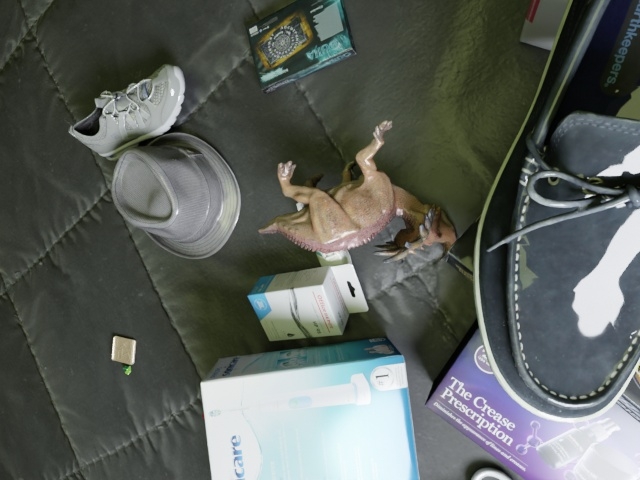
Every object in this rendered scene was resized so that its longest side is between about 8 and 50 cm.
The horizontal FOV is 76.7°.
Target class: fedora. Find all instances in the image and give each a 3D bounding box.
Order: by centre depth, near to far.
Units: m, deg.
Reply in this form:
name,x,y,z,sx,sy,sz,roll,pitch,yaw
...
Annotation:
name,x,y,z,sx,sy,sz,roll,pitch,yaw
fedora,-0.305,-0.091,0.793,0.275,0.124,0.244,43,108,16

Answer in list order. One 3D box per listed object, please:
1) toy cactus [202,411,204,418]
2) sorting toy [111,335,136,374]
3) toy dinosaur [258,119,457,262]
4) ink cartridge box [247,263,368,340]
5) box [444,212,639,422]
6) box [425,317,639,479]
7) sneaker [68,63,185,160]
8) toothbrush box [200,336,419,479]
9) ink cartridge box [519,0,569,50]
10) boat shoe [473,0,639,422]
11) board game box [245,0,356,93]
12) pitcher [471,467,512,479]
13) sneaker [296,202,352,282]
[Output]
name,x,y,z,sx,sy,sz,roll,pitch,yaw
toy cactus,-0.113,0.336,0.750,0.219,0.112,0.181,32,94,28
sorting toy,-0.453,0.265,0.932,0.062,0.012,0.083,5,91,18
toy dinosaur,0.050,-0.033,0.593,0.295,0.127,0.200,-20,77,1
ink cartridge box,-0.020,0.108,0.693,0.180,0.060,0.104,-11,114,24
box,0.361,0.008,0.482,0.295,0.073,0.293,42,91,21
box,0.309,0.223,0.554,0.261,0.103,0.184,32,102,19
sneaker,-0.389,-0.260,0.817,0.281,0.115,0.105,-32,65,21
toothbrush box,-0.015,0.285,0.624,0.295,0.126,0.216,-8,89,-3
ink cartridge box,0.343,-0.360,0.482,0.092,0.158,0.218,27,103,16
boat shoe,0.267,-0.061,0.368,0.186,0.156,0.500,15,99,12
board game box,-0.038,-0.356,0.720,0.186,0.026,0.126,-14,87,23
pitcher,0.298,0.446,0.566,0.207,0.125,0.178,13,82,34
sneaker,0.000,0.000,0.691,0.057,0.075,0.161,-24,82,22
